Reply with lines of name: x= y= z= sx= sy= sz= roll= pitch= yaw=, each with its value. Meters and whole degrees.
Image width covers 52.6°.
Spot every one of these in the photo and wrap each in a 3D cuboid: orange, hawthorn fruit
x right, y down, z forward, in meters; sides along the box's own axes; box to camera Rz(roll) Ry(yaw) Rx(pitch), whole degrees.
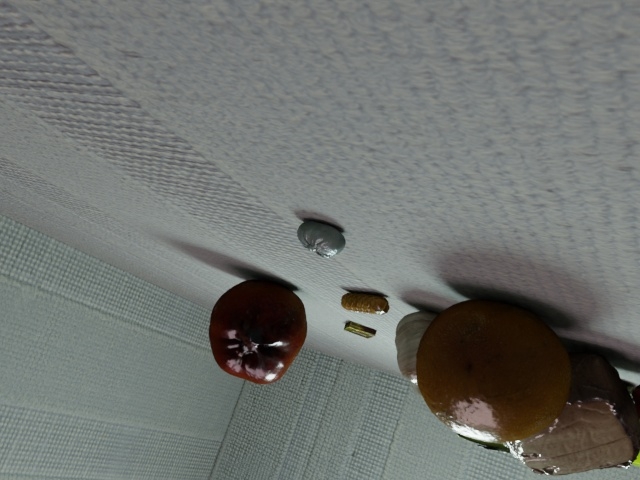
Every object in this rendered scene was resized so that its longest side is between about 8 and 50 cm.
orange: x=0.298 y=0.223 z=1.114 sx=0.264 sy=0.264 sz=0.264 roll=19 pitch=167 yaw=4
hawthorn fruit: x=-0.179 y=0.251 z=1.813 sx=0.295 sy=0.295 sz=0.311 roll=22 pitch=164 yaw=-12

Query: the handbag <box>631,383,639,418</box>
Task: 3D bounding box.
handbag: x=0.638 y=0.282 z=1.078 sx=0.171 sy=0.151 sz=0.298 roll=23 pitch=176 yaw=11

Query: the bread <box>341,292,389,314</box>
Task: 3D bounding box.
bread: x=0.101 y=0.145 z=1.487 sx=0.052 sy=0.044 sz=0.157 roll=23 pitch=167 yaw=-28

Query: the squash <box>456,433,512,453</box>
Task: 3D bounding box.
squash: x=0.541 y=0.449 z=1.694 sx=0.210 sy=0.233 sz=0.309 roll=-11 pitch=-165 yaw=-39

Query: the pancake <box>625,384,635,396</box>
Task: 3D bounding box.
pancake: x=0.578 y=0.305 z=1.488 sx=0.288 sy=0.033 sz=0.286 roll=17 pitch=166 yaw=7

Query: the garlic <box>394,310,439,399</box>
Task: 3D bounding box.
garlic: x=0.281 y=0.241 z=1.390 sx=0.212 sy=0.218 sz=0.219 roll=-28 pitch=143 yaw=24

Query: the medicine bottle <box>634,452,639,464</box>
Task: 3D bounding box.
medicine bottle: x=0.981 y=0.595 z=1.853 sx=0.137 sy=0.141 sz=0.250 roll=24 pitch=167 yaw=-6

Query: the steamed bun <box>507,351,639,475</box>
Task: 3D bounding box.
steamed bun: x=0.492 y=0.330 z=1.305 sx=0.252 sy=0.199 sz=0.301 roll=-17 pitch=131 yaw=18

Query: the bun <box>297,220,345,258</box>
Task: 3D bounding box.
bun: x=0.000 y=0.000 z=1.032 sx=0.083 sy=0.045 sz=0.083 roll=22 pitch=164 yaw=7

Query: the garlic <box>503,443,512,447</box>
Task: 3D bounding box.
garlic: x=0.490 y=0.408 z=1.576 sx=0.127 sy=0.194 sz=0.131 roll=18 pitch=164 yaw=-14

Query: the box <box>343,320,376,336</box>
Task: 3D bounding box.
box: x=0.128 y=0.293 z=2.111 sx=0.090 sy=0.023 sz=0.133 roll=18 pitch=167 yaw=-1
